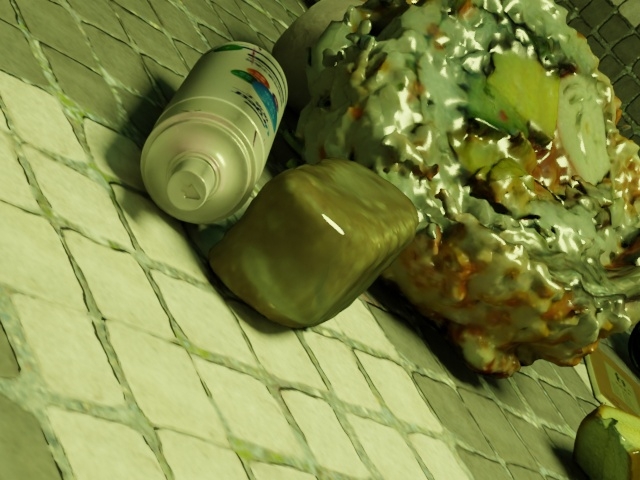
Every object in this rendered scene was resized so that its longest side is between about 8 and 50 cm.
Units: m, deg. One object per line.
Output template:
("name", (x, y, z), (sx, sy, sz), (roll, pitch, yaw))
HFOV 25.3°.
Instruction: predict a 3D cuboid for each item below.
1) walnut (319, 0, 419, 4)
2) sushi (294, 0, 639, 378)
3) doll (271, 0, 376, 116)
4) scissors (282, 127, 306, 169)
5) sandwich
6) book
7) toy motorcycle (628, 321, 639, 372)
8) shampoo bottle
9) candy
("walnut", (0.113, -0.356, 2.027), (0.225, 0.257, 0.257), (-12, 50, -25))
("sushi", (0.167, -0.081, 1.383), (0.418, 0.176, 0.417), (19, 57, -31))
("doll", (0.072, -0.128, 1.538), (0.287, 0.151, 0.151), (50, 16, 2))
("scissors", (0.034, -0.038, 1.433), (0.187, 0.020, 0.133), (39, 16, -16))
("sandwich", (0.318, 0.229, 1.410), (0.244, 0.088, 0.090), (21, 21, -48))
("book", (0.368, 0.189, 1.743), (0.118, 0.012, 0.172), (43, 17, -11))
("toy motorcycle", (0.561, 0.192, 1.891), (0.331, 0.196, 0.125), (48, 17, 1))
("shampoo bottle", (-0.083, -0.085, 1.129), (0.092, 0.092, 0.303), (44, 16, -10))
("candy", (0.000, 0.000, 1.118), (0.102, 0.104, 0.234), (43, 15, 5))
